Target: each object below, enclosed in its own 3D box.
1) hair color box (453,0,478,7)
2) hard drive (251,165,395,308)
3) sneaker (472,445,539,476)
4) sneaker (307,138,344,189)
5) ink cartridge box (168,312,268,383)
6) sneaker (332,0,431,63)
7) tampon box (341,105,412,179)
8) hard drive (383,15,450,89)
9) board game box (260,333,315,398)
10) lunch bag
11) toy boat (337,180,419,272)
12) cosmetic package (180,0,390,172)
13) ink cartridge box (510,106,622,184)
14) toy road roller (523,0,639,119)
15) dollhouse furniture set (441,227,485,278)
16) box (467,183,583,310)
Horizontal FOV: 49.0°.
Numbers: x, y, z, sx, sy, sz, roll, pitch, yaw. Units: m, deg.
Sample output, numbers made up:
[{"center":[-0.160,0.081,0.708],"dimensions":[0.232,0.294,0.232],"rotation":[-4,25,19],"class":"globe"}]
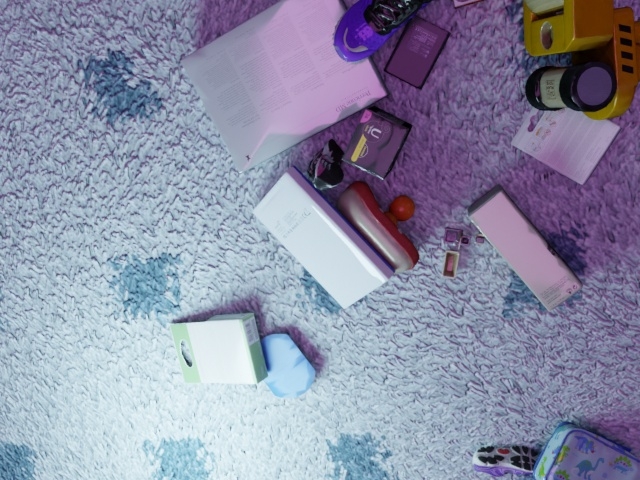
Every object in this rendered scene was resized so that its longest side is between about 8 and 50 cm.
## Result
[{"center":[0.342,-0.539,1.461],"dimensions":[0.141,0.043,0.071],"rotation":[-13,101,14],"class":"hair color box"},{"center":[0.000,0.000,1.591],"dimensions":[0.318,0.040,0.210],"rotation":[46,145,-2],"class":"hard drive"},{"center":[0.449,0.534,1.681],"dimensions":[0.170,0.068,0.071],"rotation":[5,130,7],"class":"sneaker"},{"center":[0.006,-0.152,1.552],"dimensions":[0.077,0.178,0.072],"rotation":[-37,104,27],"class":"sneaker"},{"center":[-0.256,0.273,1.754],"dimensions":[0.235,0.056,0.171],"rotation":[-6,101,32],"class":"ink cartridge box"},{"center":[0.147,-0.479,1.407],"dimensions":[0.293,0.146,0.102],"rotation":[-43,100,-9],"class":"sneaker"},{"center":[0.125,-0.214,1.515],"dimensions":[0.102,0.161,0.120],"rotation":[27,105,4],"class":"tampon box"},{"center":[0.209,-0.409,1.527],"dimensions":[0.094,0.022,0.135],"rotation":[28,106,3],"class":"hard drive"},{"center":[-0.090,0.308,1.741],"dimensions":[0.133,0.033,0.168],"rotation":[-38,88,21],"class":"board game box"},{"center":[0.617,0.528,1.604],"dimensions":[0.219,0.090,0.176],"rotation":[27,88,-2],"class":"lunch bag"},{"center":[0.149,-0.045,1.577],"dimensions":[0.151,0.151,0.231],"rotation":[-43,93,-14],"class":"toy boat"},{"center":[-0.077,-0.360,1.555],"dimensions":[0.378,0.097,0.284],"rotation":[-25,95,15],"class":"cosmetic package"},{"center":[0.526,-0.223,1.509],"dimensions":[0.179,0.045,0.145],"rotation":[35,108,21],"class":"ink cartridge box"},{"center":[0.544,-0.402,1.372],"dimensions":[0.241,0.202,0.329],"rotation":[-10,102,-8],"class":"toy road roller"},{"center":[0.317,0.039,1.575],"dimensions":[0.091,0.081,0.114],"rotation":[9,104,9],"class":"dollhouse furniture set"},{"center":[0.443,0.013,1.532],"dimensions":[0.094,0.113,0.275],"rotation":[-40,94,16],"class":"box"}]
